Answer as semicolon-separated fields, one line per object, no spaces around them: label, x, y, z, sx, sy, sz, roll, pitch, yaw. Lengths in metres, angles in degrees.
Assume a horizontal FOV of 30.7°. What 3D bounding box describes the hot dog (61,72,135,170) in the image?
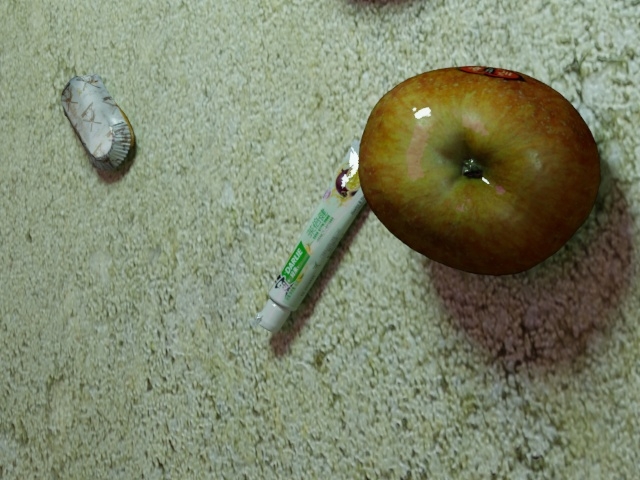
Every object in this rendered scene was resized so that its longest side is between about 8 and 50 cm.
hot dog;-0.386;-0.209;2.020;0.108;0.059;0.191;-46;62;22

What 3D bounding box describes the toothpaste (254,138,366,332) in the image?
toothpaste;0.000;0.000;1.756;0.058;0.056;0.314;29;99;-9

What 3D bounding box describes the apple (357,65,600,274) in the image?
apple;0.197;-0.094;1.519;0.309;0.250;0.277;-4;82;30
